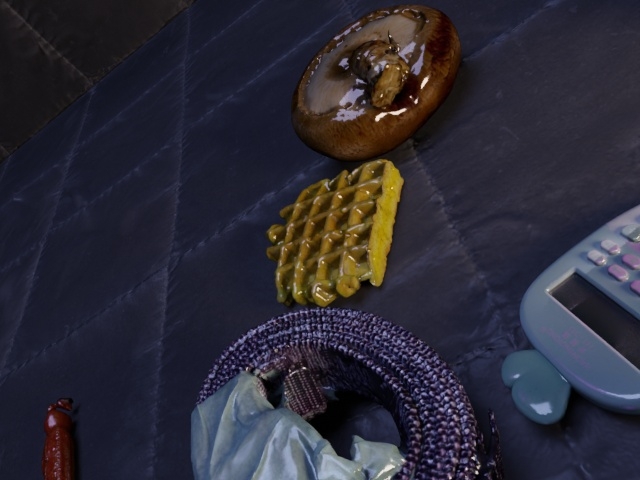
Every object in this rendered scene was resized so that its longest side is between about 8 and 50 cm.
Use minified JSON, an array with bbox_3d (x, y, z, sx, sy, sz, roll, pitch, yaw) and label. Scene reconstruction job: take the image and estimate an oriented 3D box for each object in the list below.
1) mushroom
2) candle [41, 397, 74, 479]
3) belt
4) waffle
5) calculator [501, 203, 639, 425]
[{"bbox_3d":[0.089,-0.248,0.986,0.297,0.163,0.278,-41,27,4],"label":"mushroom"},{"bbox_3d":[-0.394,0.366,0.934,0.329,0.048,0.051,-125,41,-55],"label":"candle"},{"bbox_3d":[0.009,0.195,0.604,0.260,0.122,0.325,-38,41,-17],"label":"belt"},{"bbox_3d":[0.000,0.000,0.904,0.219,0.057,0.229,-13,46,37],"label":"waffle"},{"bbox_3d":[0.293,0.057,0.568,0.299,0.041,0.185,-40,35,2],"label":"calculator"}]
